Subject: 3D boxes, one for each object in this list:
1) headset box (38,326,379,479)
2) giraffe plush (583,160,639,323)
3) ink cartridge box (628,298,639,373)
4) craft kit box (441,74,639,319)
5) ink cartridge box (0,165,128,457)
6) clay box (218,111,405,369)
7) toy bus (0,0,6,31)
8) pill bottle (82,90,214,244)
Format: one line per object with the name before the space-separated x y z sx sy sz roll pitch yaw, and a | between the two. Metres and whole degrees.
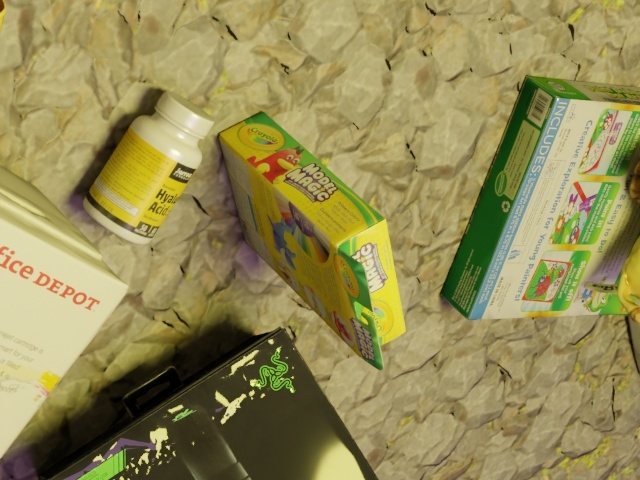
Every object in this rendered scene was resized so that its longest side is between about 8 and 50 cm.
headset box | -0.080 0.243 1.427 0.246 0.131 0.283 -32 91 -15
giraffe plush | 0.374 -0.023 1.610 0.210 0.181 0.170 1 114 1
ink cartridge box | 0.568 0.135 1.763 0.279 0.384 0.160 -35 138 -13
craft kit box | 0.266 -0.039 1.641 0.246 0.061 0.250 3 118 -36
ink cartridge box | -0.297 0.053 1.181 0.233 0.168 0.171 -52 137 4
clay box | 0.000 0.000 1.336 0.053 0.222 0.127 -29 134 -18
toy bus | -0.334 -0.097 1.067 0.220 0.149 0.211 -14 133 -33
pill bottle | -0.136 -0.060 1.301 0.065 0.065 0.116 23 104 -45
